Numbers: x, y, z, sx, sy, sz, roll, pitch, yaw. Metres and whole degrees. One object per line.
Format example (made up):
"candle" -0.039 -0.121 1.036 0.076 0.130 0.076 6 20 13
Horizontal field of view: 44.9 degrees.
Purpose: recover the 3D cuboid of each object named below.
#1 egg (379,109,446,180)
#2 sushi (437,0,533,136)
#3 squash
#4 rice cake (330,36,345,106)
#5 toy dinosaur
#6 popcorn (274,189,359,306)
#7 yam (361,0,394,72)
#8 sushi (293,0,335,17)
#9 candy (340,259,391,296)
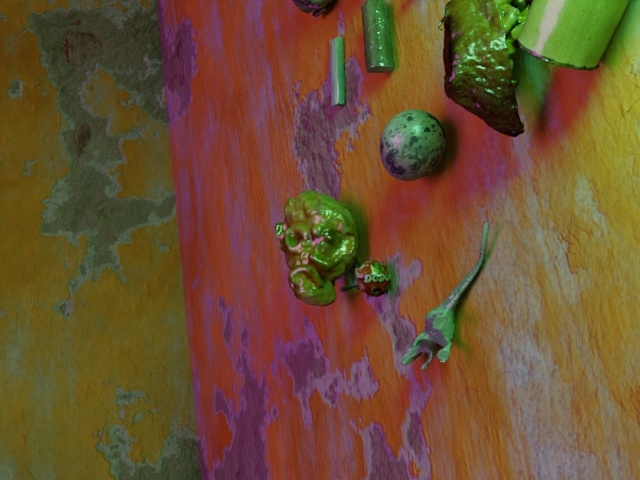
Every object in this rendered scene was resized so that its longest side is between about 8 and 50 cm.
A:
"egg" 0.184 -0.189 1.574 0.172 0.132 0.132 109 152 -60
"sushi" 0.293 -0.335 1.327 0.167 0.179 0.296 76 -165 -50
"squash" 0.390 -0.385 1.125 0.132 0.132 0.247 -121 39 -49
"rice cake" 0.042 -0.437 2.016 0.042 0.030 0.180 -9 81 60
"toy dinosaur" 0.246 0.149 1.481 0.129 0.076 0.383 -79 16 -50
"popcorn" 0.000 0.000 1.920 0.225 0.173 0.286 -53 37 42
"yam" 0.130 -0.465 1.782 0.068 0.068 0.170 152 117 -63
"sushi" -0.001 -0.728 2.003 0.124 0.129 0.332 -115 34 -44
"candy" 0.094 0.106 1.857 0.084 0.078 0.287 67 162 4
